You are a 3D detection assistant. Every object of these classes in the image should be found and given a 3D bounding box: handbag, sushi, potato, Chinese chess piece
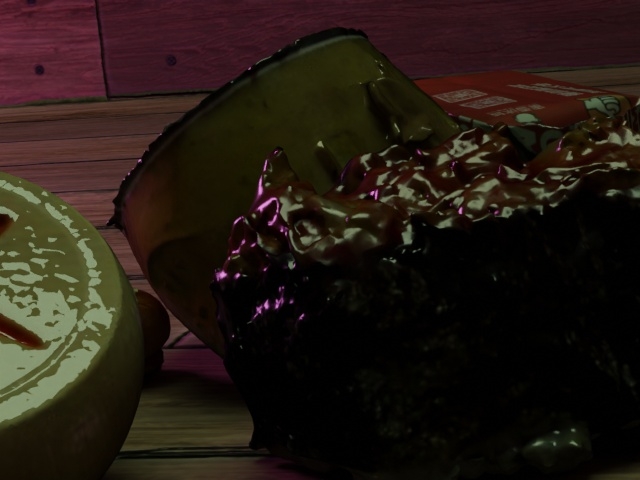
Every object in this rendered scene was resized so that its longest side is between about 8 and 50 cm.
[{"bbox_3d":[0.159,-0.031,1.347,0.151,0.171,0.298,-9,15,-22],"label":"handbag"},{"bbox_3d":[0.117,0.029,1.006,0.343,0.182,0.196,-12,19,-20],"label":"sushi"},{"bbox_3d":[0.000,0.000,1.221,0.246,0.196,0.300,-31,-8,4],"label":"potato"},{"bbox_3d":[-0.221,0.060,0.955,0.251,0.097,0.251,5,40,-4],"label":"Chinese chess piece"}]

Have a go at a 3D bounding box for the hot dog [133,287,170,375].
[{"bbox_3d":[-0.219,0.063,1.186,0.250,0.068,0.100,7,-25,-29],"label":"hot dog"}]
